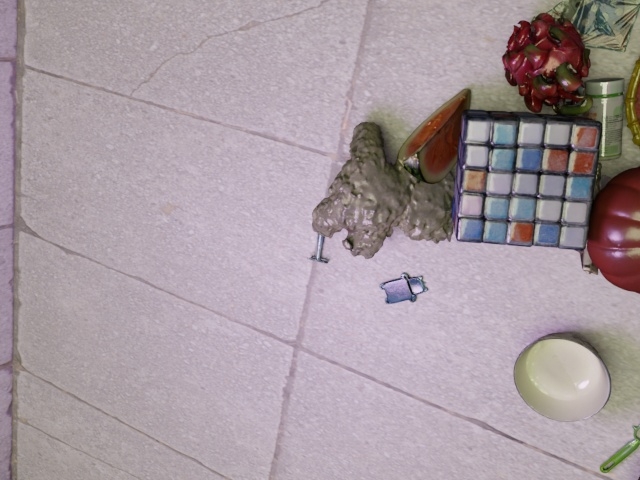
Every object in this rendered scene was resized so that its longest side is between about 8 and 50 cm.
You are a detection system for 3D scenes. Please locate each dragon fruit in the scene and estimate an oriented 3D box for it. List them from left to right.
[{"bbox_3d":[0.517,-0.397,1.391,0.198,0.272,0.218,4,131,18],"label":"dragon fruit"}]

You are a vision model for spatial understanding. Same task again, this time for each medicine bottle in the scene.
[{"bbox_3d":[0.667,-0.286,1.431,0.086,0.086,0.183,2,110,26],"label":"medicine bottle"}]

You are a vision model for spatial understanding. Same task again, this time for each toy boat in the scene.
[{"bbox_3d":[0.775,-0.362,1.363,0.141,0.099,0.317,21,115,24],"label":"toy boat"}]

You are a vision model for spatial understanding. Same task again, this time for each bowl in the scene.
[{"bbox_3d":[0.640,0.345,1.604,0.238,0.126,0.237,7,107,24],"label":"bowl"}]

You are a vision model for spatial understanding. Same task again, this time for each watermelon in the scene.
[{"bbox_3d":[0.281,-0.258,1.572,0.128,0.303,0.159,20,144,31],"label":"watermelon"}]

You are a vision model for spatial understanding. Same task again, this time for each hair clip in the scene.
[{"bbox_3d":[0.669,-0.056,1.512,0.106,0.084,0.292,4,100,28],"label":"hair clip"}]

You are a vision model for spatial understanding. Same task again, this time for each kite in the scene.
[{"bbox_3d":[0.631,-0.576,1.422,0.335,0.011,0.314,-29,90,29],"label":"kite"}]

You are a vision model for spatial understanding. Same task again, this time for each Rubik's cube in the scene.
[{"bbox_3d":[0.467,-0.154,1.431,0.292,0.293,0.286,5,105,12],"label":"Rubik's cube"}]

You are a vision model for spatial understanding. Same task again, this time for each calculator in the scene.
[{"bbox_3d":[0.247,0.144,1.806,0.141,0.019,0.094,-18,96,28],"label":"calculator"}]

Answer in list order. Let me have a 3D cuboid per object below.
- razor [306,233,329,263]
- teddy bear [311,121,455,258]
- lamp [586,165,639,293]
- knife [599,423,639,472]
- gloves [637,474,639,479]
[{"bbox_3d":[0.000,0.000,1.883,0.068,0.040,0.135,13,102,22],"label":"razor"},{"bbox_3d":[0.196,-0.105,1.673,0.368,0.224,0.357,25,96,-7],"label":"teddy bear"},{"bbox_3d":[0.752,-0.024,1.365,0.303,0.257,0.303,-2,99,-12],"label":"lamp"},{"bbox_3d":[0.823,0.556,1.635,0.054,0.015,0.212,39,117,13],"label":"knife"},{"bbox_3d":[0.886,0.573,1.555,0.135,0.107,0.268,26,105,-16],"label":"gloves"}]
